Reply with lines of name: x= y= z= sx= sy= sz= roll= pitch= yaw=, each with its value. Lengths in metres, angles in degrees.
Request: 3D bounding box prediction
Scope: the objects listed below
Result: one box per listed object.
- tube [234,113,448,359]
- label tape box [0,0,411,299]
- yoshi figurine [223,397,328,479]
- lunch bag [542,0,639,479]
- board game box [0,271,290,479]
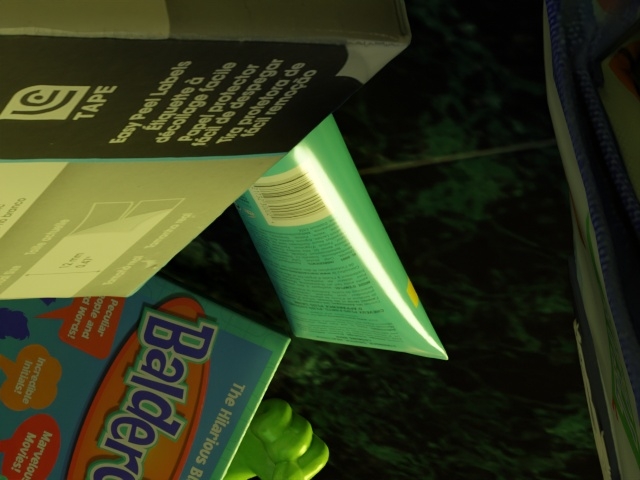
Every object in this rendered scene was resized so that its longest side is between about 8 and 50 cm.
tube: x=0.000 y=0.000 z=0.810 sx=0.080 sy=0.052 sz=0.207 roll=12 pitch=152 yaw=23
label tape box: x=-0.183 y=-0.061 z=0.610 sx=0.348 sy=0.115 sz=0.249 roll=-4 pitch=161 yaw=-32
yoshi figurine: x=-0.071 y=0.197 z=1.006 sx=0.362 sy=0.203 sz=0.203 roll=35 pitch=139 yaw=-25
lunch bag: x=0.219 y=0.083 z=0.566 sx=0.385 sy=0.239 sz=0.328 roll=46 pitch=169 yaw=29
board game box: x=-0.143 y=0.073 z=0.895 sx=0.210 sy=0.160 sz=0.047 roll=25 pitch=-179 yaw=-7
